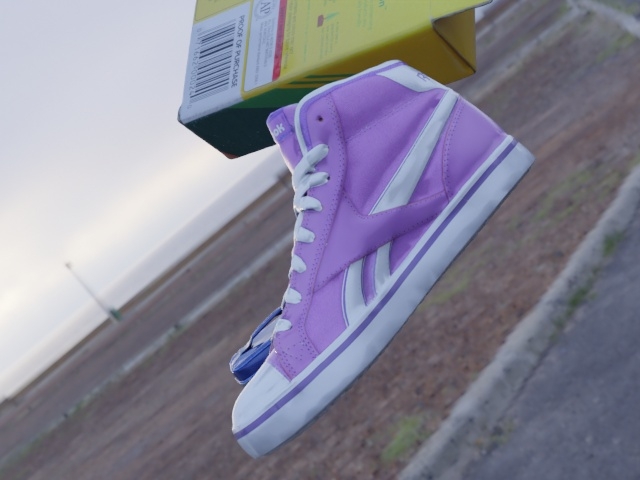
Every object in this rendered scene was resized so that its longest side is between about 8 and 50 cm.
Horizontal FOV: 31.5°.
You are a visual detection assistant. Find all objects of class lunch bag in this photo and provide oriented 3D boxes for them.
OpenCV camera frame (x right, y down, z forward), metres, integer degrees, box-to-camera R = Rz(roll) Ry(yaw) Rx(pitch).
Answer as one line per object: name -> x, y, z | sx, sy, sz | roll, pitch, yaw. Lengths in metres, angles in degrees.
lunch bag -> -0.024, 0.089, 0.915 | 0.098, 0.065, 0.067 | -41, 10, -4

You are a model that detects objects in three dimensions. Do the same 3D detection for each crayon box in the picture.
crayon box -> 0.027, -0.213, 1.017 | 0.318, 0.081, 0.202 | -16, 56, 32

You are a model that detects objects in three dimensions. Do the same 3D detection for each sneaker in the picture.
sneaker -> 0.000, 0.000, 0.764 | 0.282, 0.161, 0.102 | -50, -1, -18
